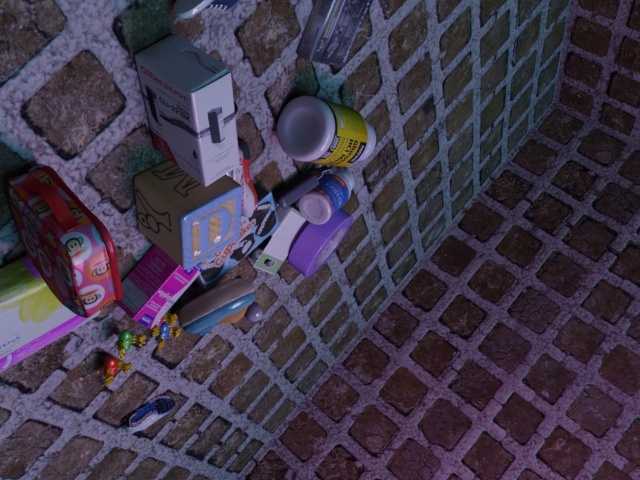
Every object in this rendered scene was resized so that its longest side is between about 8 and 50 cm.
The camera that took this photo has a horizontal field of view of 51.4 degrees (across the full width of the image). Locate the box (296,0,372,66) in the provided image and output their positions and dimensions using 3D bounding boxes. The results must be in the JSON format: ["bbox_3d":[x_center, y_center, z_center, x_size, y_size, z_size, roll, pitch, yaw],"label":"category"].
[{"bbox_3d":[0.045,-0.604,1.841,0.183,0.056,0.231,-12,132,-54],"label":"box"}]

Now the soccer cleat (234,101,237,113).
[{"bbox_3d":[-0.251,-0.338,1.647,0.060,0.072,0.179,-57,154,6],"label":"soccer cleat"}]

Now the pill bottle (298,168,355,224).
[{"bbox_3d":[0.029,-0.158,2.265,0.221,0.124,0.124,-48,158,-46],"label":"pill bottle"}]

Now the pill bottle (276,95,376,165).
[{"bbox_3d":[0.032,-0.321,2.014,0.333,0.187,0.188,-3,125,-58],"label":"pill bottle"}]

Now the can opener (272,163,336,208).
[{"bbox_3d":[-0.053,-0.212,2.169,0.283,0.076,0.095,-38,118,-29],"label":"can opener"}]

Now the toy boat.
[{"bbox_3d":[-0.285,0.214,2.123,0.267,0.148,0.318,-29,175,21],"label":"toy boat"}]

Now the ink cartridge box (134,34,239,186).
[{"bbox_3d":[-0.293,-0.289,1.493,0.114,0.197,0.273,-38,150,-30],"label":"ink cartridge box"}]

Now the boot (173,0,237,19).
[{"bbox_3d":[-0.234,-0.525,1.449,0.190,0.069,0.086,-48,151,-16],"label":"boot"}]

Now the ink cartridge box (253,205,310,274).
[{"bbox_3d":[-0.141,-0.006,2.263,0.235,0.056,0.171,-54,154,3],"label":"ink cartridge box"}]

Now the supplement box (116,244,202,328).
[{"bbox_3d":[-0.450,0.116,1.826,0.220,0.114,0.111,-49,155,-7],"label":"supplement box"}]

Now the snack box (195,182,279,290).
[{"bbox_3d":[-0.267,-0.010,2.038,0.322,0.060,0.187,-43,152,-21],"label":"snack box"}]

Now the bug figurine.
[{"bbox_3d":[-0.526,0.293,1.933,0.279,0.072,0.216,-34,161,-41],"label":"bug figurine"}]

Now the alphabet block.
[{"bbox_3d":[-0.333,-0.080,1.683,0.193,0.197,0.193,-33,148,-37],"label":"alphabet block"}]

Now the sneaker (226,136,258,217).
[{"bbox_3d":[-0.260,-0.147,1.845,0.145,0.090,0.270,-37,143,-31],"label":"sneaker"}]

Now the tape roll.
[{"bbox_3d":[0.000,0.000,2.393,0.275,0.090,0.275,-50,168,-14],"label":"tape roll"}]

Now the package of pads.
[{"bbox_3d":[-0.658,0.144,1.518,0.296,0.101,0.229,-35,149,-36],"label":"package of pads"}]

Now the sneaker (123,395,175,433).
[{"bbox_3d":[-0.582,0.594,2.254,0.190,0.071,0.083,-21,147,-36],"label":"sneaker"}]

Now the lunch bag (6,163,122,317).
[{"bbox_3d":[-0.523,-0.012,1.341,0.120,0.293,0.258,-31,147,-31],"label":"lunch bag"}]
